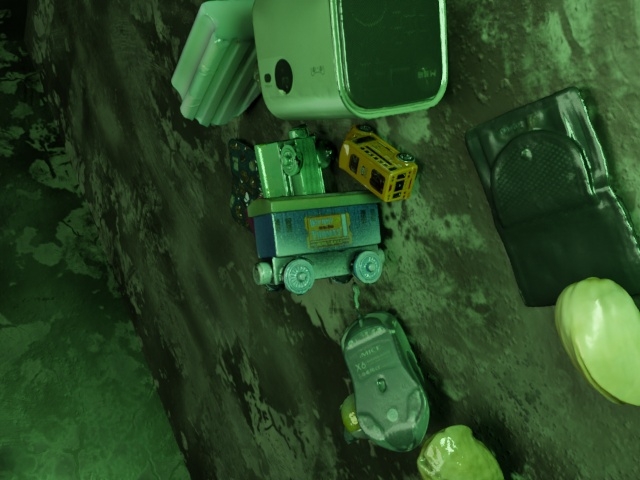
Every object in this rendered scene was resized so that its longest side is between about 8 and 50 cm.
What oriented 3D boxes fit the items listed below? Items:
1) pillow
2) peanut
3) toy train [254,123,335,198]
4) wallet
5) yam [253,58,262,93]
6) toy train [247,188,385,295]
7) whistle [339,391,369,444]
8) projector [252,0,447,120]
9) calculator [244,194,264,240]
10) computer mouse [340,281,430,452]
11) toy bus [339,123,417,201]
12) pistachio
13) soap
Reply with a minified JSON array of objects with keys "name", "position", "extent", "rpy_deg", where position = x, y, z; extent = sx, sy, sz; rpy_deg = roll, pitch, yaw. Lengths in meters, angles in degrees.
[{"name":"pillow","position":[-0.199,-0.141,1.872],"extent":[0.189,0.034,0.256],"rpy_deg":[36,133,46]},{"name":"peanut","position":[0.270,0.498,1.325],"extent":[0.174,0.158,0.340],"rpy_deg":[8,111,14]},{"name":"toy train","position":[-0.049,-0.112,1.578],"extent":[0.202,0.120,0.301],"rpy_deg":[2,105,58]},{"name":"wallet","position":[0.360,-0.056,1.067],"extent":[0.247,0.041,0.323],"rpy_deg":[-19,93,58]},{"name":"yam","position":[-0.045,-0.385,1.439],"extent":[0.254,0.153,0.154],"rpy_deg":[-23,84,54]},{"name":"toy train","position":[0.000,0.000,1.397],"extent":[0.131,0.299,0.202],"rpy_deg":[-3,93,58]},{"name":"whistle","position":[0.102,0.425,1.586],"extent":[0.123,0.122,0.223],"rpy_deg":[53,149,29]},{"name":"projector","position":[0.052,-0.346,1.208],"extent":[0.249,0.248,0.249],"rpy_deg":[12,113,54]},{"name":"calculator","position":[-0.133,-0.021,1.789],"extent":[0.126,0.034,0.191],"rpy_deg":[-33,83,49]},{"name":"computer mouse","position":[0.136,0.265,1.478],"extent":[0.167,0.090,0.380],"rpy_deg":[-26,66,23]},{"name":"toy bus","position":[0.102,-0.156,1.360],"extent":[0.194,0.088,0.083],"rpy_deg":[43,137,39]},{"name":"pistachio","position":[0.407,0.149,0.984],"extent":[0.117,0.145,0.201],"rpy_deg":[-10,106,56]},{"name":"soap","position":[-0.226,-0.413,1.634],"extent":[0.347,0.208,0.115],"rpy_deg":[-45,64,54]}]
